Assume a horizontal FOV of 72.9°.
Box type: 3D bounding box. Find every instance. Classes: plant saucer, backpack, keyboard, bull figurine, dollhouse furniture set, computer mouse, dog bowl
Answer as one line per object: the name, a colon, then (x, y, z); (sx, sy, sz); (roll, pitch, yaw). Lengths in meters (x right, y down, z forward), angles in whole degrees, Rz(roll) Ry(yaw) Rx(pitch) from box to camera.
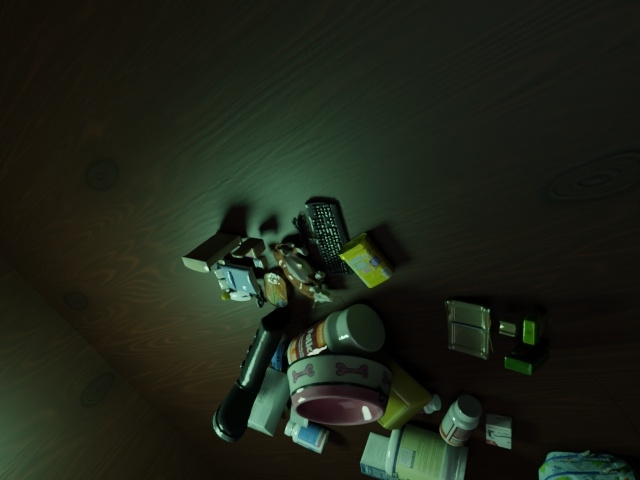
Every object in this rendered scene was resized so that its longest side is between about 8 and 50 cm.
plant saucer: (0.253, 0.637, 1.831); (0.333, 0.081, 0.332); (41, 134, 17)
backpack: (1.024, 0.942, 1.635); (0.356, 0.273, 0.290); (-18, 119, 12)
keyboard: (0.000, 0.000, 1.580); (0.202, 0.033, 0.317); (-1, 123, 28)
bull figurine: (-0.060, 0.130, 1.633); (0.310, 0.101, 0.188); (46, 158, -4)
dollhouse furniture set: (0.597, 0.299, 1.475); (0.302, 0.151, 0.197); (8, 108, 43)
computer mouse: (-0.348, 0.245, 1.933); (0.193, 0.042, 0.106); (3, 126, 25)
dog bowl: (0.071, 0.572, 1.628); (0.409, 0.150, 0.407); (2, 142, 2)
dollhouse furniture set: (-0.354, 0.153, 1.735); (0.287, 0.198, 0.303); (8, 126, 33)

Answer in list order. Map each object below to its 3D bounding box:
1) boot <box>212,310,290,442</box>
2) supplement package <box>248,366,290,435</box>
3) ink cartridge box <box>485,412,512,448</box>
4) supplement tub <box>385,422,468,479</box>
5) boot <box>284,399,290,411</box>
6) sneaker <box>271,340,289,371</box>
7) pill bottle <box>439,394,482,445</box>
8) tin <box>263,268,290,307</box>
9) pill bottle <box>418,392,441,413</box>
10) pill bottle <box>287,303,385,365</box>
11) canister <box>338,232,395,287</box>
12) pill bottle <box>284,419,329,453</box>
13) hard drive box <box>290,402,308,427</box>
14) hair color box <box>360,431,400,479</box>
boot: (-0.277, 0.552, 1.816); (0.146, 0.367, 0.445); (27, 103, -6)
supplement package: (-0.259, 0.779, 2.107); (0.145, 0.261, 0.204); (15, 149, 18)
ink cartridge box: (0.728, 0.777, 1.768); (0.099, 0.056, 0.135); (2, 125, 27)
supplement tub: (0.470, 0.966, 1.922); (0.325, 0.235, 0.235); (10, 128, 21)
boot: (-0.217, 0.930, 2.361); (0.137, 0.076, 0.197); (0, 125, 21)
sneaker: (-0.202, 0.546, 2.066); (0.082, 0.069, 0.209); (23, 131, 15)
pill bottle: (0.575, 0.734, 1.772); (0.121, 0.121, 0.221); (19, 130, 13)
tin: (-0.183, 0.201, 1.820); (0.106, 0.040, 0.189); (10, 128, 15)
pill bottle: (0.427, 0.691, 1.839); (0.152, 0.086, 0.086); (-22, 112, 38)
pill bottle: (0.059, 0.414, 1.728); (0.224, 0.224, 0.392); (43, 131, -7)
canister: (0.164, 0.073, 1.517); (0.126, 0.073, 0.170); (-33, 107, 31)
pill bottle: (-0.073, 1.041, 2.333); (0.222, 0.124, 0.124); (19, 130, 14)
hard drive box: (-0.049, 0.704, 1.995); (0.089, 0.232, 0.181); (19, 131, 14)
hair color box: (0.385, 1.073, 2.087); (0.348, 0.174, 0.105); (7, 127, 23)
